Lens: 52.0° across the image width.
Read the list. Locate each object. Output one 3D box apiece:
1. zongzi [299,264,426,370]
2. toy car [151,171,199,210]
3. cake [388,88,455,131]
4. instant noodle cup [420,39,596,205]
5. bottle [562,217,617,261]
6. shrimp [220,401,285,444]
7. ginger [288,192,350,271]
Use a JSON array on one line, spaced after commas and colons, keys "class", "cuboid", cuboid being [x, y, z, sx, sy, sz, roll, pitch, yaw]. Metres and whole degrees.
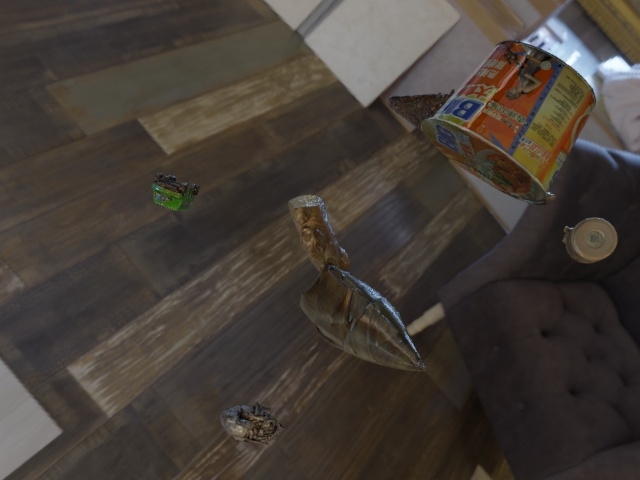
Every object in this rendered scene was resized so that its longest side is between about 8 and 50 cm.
[{"class": "zongzi", "cuboid": [0.130, 0.194, 1.309, 0.300, 0.138, 0.286, 33, -2, 34]}, {"class": "toy car", "cuboid": [-0.301, -0.098, 1.348, 0.071, 0.062, 0.165, 20, 2, -1]}, {"class": "cake", "cuboid": [0.272, -0.290, 1.599, 0.112, 0.246, 0.135, -5, 99, -40]}, {"class": "instant noodle cup", "cuboid": [0.375, -0.236, 1.283, 0.296, 0.214, 0.296, 34, 1, 0]}, {"class": "bottle", "cuboid": [0.626, 0.002, 1.553, 0.110, 0.097, 0.209, 36, 4, 14]}, {"class": "shrimp", "cuboid": [-0.100, 0.295, 1.055, 0.165, 0.056, 0.065, 25, 10, -46]}, {"class": "ginger", "cuboid": [-0.002, 0.001, 1.416, 0.213, 0.074, 0.137, 67, 29, -23]}]
